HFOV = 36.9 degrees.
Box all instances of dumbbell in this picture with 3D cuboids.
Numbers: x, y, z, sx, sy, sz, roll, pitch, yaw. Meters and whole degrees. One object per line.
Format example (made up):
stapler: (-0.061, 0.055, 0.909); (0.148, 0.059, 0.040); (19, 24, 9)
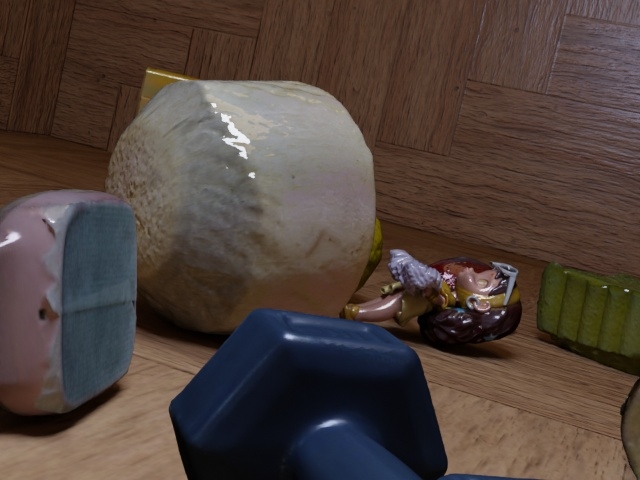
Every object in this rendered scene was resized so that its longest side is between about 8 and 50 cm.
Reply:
dumbbell: (0.032, 0.133, 0.437); (0.144, 0.156, 0.316); (-21, 17, -15)

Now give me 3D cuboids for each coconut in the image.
coconut: (-0.071, -0.040, 1.077); (0.329, 0.328, 0.329); (13, 6, -1)

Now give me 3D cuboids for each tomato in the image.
tomato: (0.220, 0.074, 1.507); (0.189, 0.099, 0.173); (15, 8, 34)

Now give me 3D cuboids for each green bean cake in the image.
green bean cake: (0.475, 0.123, 1.475); (0.236, 0.124, 0.233); (8, 9, -37)

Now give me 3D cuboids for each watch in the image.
watch: (-0.281, 0.042, 0.703); (0.241, 0.161, 0.253); (1, 2, 8)

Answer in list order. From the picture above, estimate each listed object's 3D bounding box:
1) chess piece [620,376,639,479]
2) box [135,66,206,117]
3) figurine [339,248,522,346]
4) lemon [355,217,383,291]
chess piece: (0.341, 0.176, 0.871); (0.137, 0.137, 0.301); (15, -4, 19)
box: (-0.187, -0.090, 1.353); (0.174, 0.274, 0.076); (11, 10, -11)
figurine: (0.147, 0.079, 1.259); (0.240, 0.115, 0.175); (6, 5, -8)
lemon: (0.002, -0.001, 1.389); (0.181, 0.180, 0.193); (9, -17, -33)
